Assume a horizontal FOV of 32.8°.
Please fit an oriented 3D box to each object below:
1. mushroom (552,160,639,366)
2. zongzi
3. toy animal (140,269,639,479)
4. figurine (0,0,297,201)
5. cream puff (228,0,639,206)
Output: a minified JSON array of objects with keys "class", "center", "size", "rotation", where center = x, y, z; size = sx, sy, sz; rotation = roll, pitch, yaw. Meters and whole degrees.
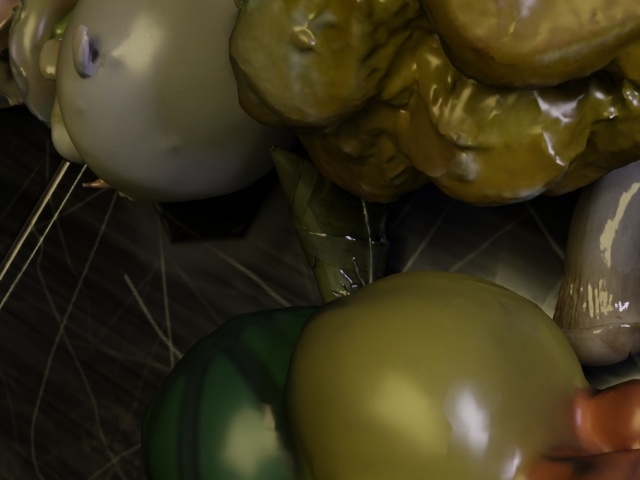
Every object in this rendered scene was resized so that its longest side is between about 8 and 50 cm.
[{"class":"mushroom","center":[0.210,-0.022,0.703],"size":[0.223,0.092,0.081],"rotation":[-61,28,-8]},{"class":"zongzi","center":[0.000,0.000,0.763],"size":[0.055,0.119,0.109],"rotation":[-7,73,42]},{"class":"toy animal","center":[0.044,0.114,0.650],"size":[0.338,0.216,0.191],"rotation":[-4,108,32]},{"class":"figurine","center":[-0.183,-0.174,0.862],"size":[0.394,0.226,0.274],"rotation":[8,90,38]},{"class":"cream puff","center":[0.115,-0.145,0.650],"size":[0.257,0.291,0.324],"rotation":[37,132,22]}]
